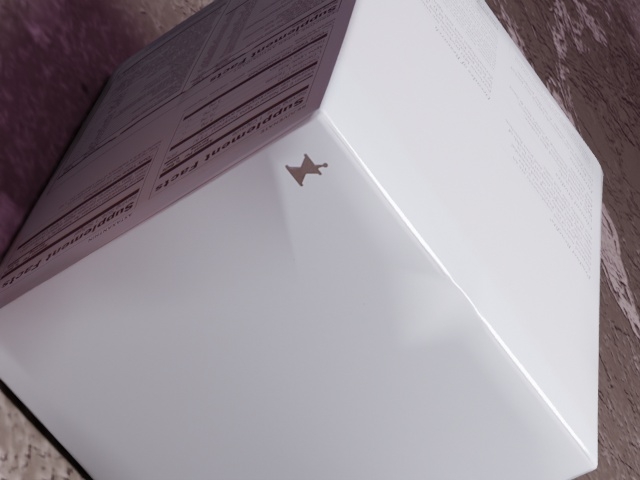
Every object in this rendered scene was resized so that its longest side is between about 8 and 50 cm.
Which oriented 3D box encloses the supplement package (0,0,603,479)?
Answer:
[{"bbox_3d":[0.000,0.000,0.826,0.199,0.198,0.262,51,26,-20],"label":"supplement package"}]
